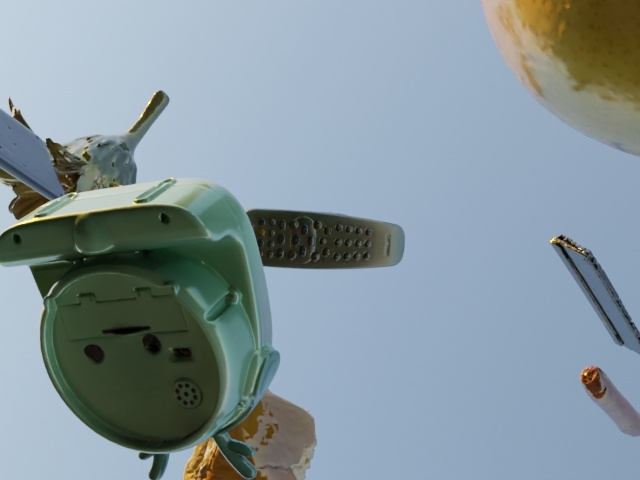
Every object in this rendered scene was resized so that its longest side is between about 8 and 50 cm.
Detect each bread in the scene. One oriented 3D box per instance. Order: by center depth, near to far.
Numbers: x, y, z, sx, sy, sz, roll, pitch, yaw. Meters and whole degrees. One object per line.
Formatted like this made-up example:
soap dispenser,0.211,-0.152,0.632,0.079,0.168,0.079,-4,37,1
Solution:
bread,-0.060,0.192,0.892,0.082,0.106,0.125,-10,-126,46

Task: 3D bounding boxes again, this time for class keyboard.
keyboard,0.389,0.079,1.335,0.023,0.231,0.072,-44,-148,-8

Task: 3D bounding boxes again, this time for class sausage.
sausage,0.413,0.231,1.362,0.043,0.186,0.043,-25,-137,26

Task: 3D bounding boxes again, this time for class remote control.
remote control,0.000,0.000,1.204,0.042,0.222,0.072,-168,-98,-69

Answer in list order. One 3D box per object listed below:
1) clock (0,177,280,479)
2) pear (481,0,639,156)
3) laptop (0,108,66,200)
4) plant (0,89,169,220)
clock,-0.104,0.068,0.624,0.159,0.066,0.211,-9,-72,24
pear,0.292,-0.220,0.727,0.348,0.348,0.348,3,-85,39
laptop,-0.341,-0.111,1.041,0.016,0.180,0.129,-36,-124,7
plant,-0.342,-0.078,1.425,0.306,0.297,0.261,32,-60,5
